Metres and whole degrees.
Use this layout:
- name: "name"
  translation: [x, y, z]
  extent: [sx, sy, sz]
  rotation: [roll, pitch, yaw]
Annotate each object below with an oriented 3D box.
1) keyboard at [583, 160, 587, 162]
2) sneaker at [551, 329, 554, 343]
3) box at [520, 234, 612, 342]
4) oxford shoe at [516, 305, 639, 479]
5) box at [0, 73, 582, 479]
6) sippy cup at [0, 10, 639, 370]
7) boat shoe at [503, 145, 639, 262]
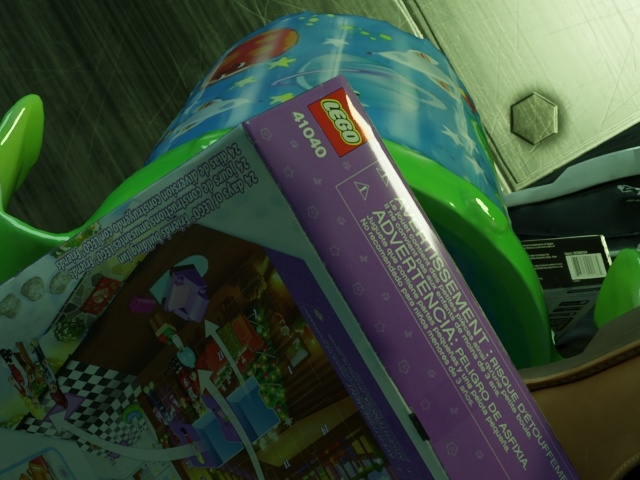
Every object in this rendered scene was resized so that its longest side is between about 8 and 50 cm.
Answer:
- name: "keyboard"
  translation: [0.329, -0.080, 1.192]
  extent: [0.256, 0.014, 0.072]
  rotation: [-12, -2, 18]
- name: "sneaker"
  translation: [0.071, 0.084, 0.972]
  extent: [0.166, 0.076, 0.065]
  rotation: [-30, 2, -19]
- name: "box"
  translation: [0.072, 0.042, 1.004]
  extent: [0.207, 0.036, 0.114]
  rotation: [-4, -24, -18]
- name: "oxford shoe"
  translation: [0.089, 0.092, 0.576]
  extent: [0.212, 0.076, 0.076]
  rotation: [-42, 30, 48]
- name: "box"
  translation: [-0.047, 0.089, 0.589]
  extent: [0.293, 0.201, 0.057]
  rotation: [-28, 3, 45]
- name: "sippy cup"
  translation: [0.000, 0.000, 0.803]
  extent: [0.240, 0.305, 0.224]
  rotation: [-34, 24, 26]
- name: "boat shoe"
  translation: [0.201, -0.005, 1.198]
  extent: [0.114, 0.091, 0.302]
  rotation: [-10, -5, -13]
